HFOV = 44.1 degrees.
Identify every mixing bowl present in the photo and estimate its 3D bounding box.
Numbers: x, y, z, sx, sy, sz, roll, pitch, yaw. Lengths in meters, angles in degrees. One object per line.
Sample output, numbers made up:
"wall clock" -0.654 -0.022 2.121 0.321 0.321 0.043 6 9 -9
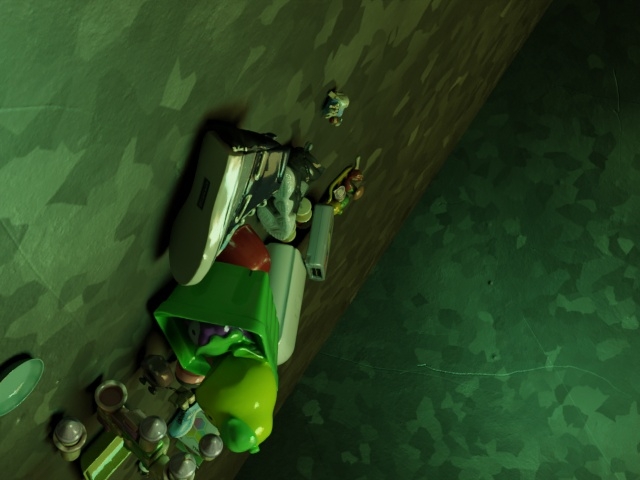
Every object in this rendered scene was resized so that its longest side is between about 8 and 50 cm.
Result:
"mixing bowl" -0.184 0.064 1.887 0.181 0.098 0.181 -50 165 -19

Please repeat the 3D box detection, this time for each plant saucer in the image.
"plant saucer" -0.509 0.503 1.914 0.188 0.045 0.188 -48 165 -29
"plant saucer" -0.513 0.240 1.314 0.119 0.021 0.119 -50 166 -18

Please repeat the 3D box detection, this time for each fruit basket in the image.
"fruit basket" -0.212 0.275 1.749 0.392 0.283 0.391 11 90 -80

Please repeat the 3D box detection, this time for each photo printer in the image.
"photo printer" -0.116 0.184 2.140 0.256 0.107 0.307 72 27 -73

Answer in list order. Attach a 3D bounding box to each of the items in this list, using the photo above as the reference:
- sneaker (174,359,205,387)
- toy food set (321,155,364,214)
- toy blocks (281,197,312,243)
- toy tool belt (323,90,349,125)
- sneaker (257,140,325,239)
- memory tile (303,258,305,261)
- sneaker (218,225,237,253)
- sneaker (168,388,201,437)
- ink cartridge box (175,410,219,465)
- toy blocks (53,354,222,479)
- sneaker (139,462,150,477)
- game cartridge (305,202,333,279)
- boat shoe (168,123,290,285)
"sneaker" -0.275 0.241 2.030 0.314 0.116 0.136 -52 158 -45
"toy food set" 0.082 -0.148 2.365 0.218 0.071 0.128 -48 165 -29
"toy blocks" -0.070 -0.039 2.134 0.123 0.054 0.148 -52 167 -16
"toy tool belt" 0.027 -0.311 1.852 0.051 0.052 0.083 0 126 -36
"sneaker" -0.063 -0.117 1.859 0.153 0.101 0.268 -45 161 -30
"memory tile" -0.099 0.126 2.524 0.148 0.012 0.113 -40 160 -50
"sneaker" -0.197 -0.043 1.609 0.228 0.087 0.092 -55 169 5
"sneaker" -0.397 0.500 2.312 0.162 0.063 0.073 -57 150 -14
"ink cartridge box" -0.378 0.598 2.467 0.209 0.109 0.062 -58 166 10
"toy blocks" -0.354 0.392 1.640 0.309 0.288 0.260 -40 166 -32
"sneaker" -0.505 0.676 2.329 0.065 0.061 0.158 -48 166 -4
"game cartridge" 0.000 0.000 2.253 0.294 0.060 0.196 83 12 -79
"boat shoe" -0.168 -0.059 1.495 0.158 0.127 0.340 -6 133 -41
